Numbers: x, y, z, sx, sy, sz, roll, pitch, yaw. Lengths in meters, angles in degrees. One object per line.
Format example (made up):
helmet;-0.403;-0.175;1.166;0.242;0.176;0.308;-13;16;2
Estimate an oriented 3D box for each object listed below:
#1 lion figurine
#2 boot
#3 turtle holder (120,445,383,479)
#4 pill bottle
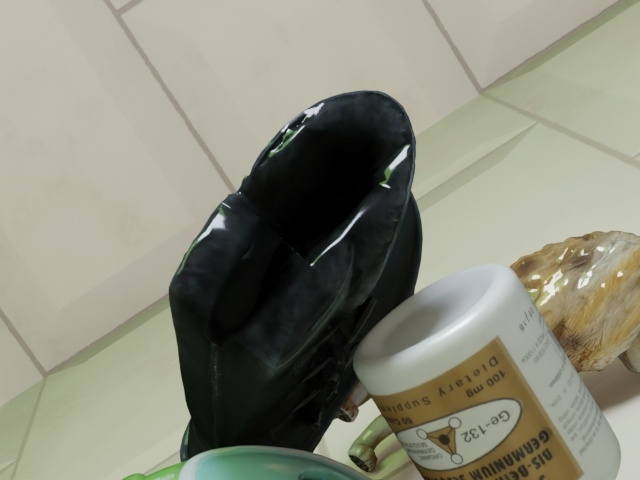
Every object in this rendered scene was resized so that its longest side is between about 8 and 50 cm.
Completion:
lion figurine;0.142;0.095;1.442;0.392;0.142;0.240;-2;46;55
boot;0.000;0.002;1.219;0.445;0.146;0.367;94;-163;-65
turtle holder;-0.041;0.264;1.040;0.227;0.243;0.320;-16;2;-2
pill bottle;0.134;0.142;1.076;0.131;0.229;0.131;-32;12;7
